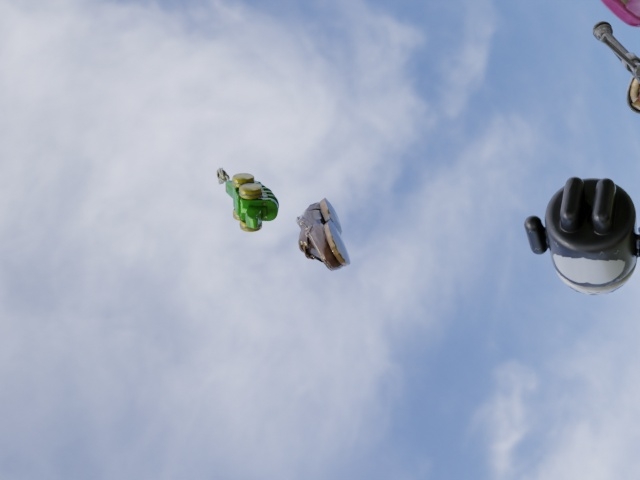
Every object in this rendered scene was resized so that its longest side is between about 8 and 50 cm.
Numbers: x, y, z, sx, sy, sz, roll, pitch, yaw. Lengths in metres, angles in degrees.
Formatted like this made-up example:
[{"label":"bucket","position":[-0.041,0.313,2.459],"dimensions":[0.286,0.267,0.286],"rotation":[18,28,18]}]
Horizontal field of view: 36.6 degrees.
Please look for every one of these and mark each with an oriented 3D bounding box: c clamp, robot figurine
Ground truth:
[{"label":"c clamp","position":[0.340,-0.202,1.068],"dimensions":[0.137,0.022,0.160],"rotation":[40,-160,-17]},{"label":"robot figurine","position":[0.527,-0.007,1.879],"dimensions":[0.173,0.209,0.278],"rotation":[-38,-36,-7]}]

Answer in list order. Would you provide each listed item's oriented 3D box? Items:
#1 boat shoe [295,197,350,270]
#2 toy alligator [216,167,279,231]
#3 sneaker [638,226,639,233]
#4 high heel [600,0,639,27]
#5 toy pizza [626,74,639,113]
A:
[{"label":"boat shoe","position":[0.000,0.000,1.566],"dimensions":[0.073,0.207,0.073],"rotation":[-29,-69,6]},{"label":"toy alligator","position":[-0.089,-0.059,1.243],"dimensions":[0.051,0.189,0.056],"rotation":[-6,-66,-16]},{"label":"sneaker","position":[0.628,-0.056,1.643],"dimensions":[0.111,0.300,0.121],"rotation":[-31,-114,-30]},{"label":"high heel","position":[0.412,-0.412,1.475],"dimensions":[0.244,0.117,0.082],"rotation":[30,-101,1]},{"label":"toy pizza","position":[0.632,-0.298,1.715],"dimensions":[0.201,0.201,0.032],"rotation":[4,-138,-42]}]
